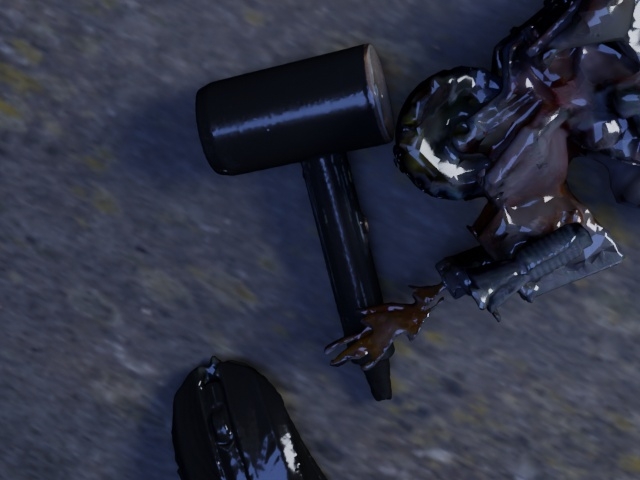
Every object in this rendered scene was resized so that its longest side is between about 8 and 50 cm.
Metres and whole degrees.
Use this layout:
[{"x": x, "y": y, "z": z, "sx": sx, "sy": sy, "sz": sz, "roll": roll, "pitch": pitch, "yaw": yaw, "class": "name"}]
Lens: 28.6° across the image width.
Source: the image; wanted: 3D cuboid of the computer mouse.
[{"x": -0.054, "y": 0.169, "z": 0.916, "sx": 0.099, "sy": 0.057, "sz": 0.172, "roll": -20, "pitch": 94, "yaw": 14, "class": "computer mouse"}]

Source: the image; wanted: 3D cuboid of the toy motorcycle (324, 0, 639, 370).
[{"x": 0.156, "y": -0.046, "z": 0.795, "sx": 0.401, "sy": 0.134, "sz": 0.207, "roll": -38, "pitch": 98, "yaw": 2, "class": "toy motorcycle"}]

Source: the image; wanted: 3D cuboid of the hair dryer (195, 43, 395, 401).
[{"x": 0.000, "y": 0.000, "z": 0.876, "sx": 0.128, "sy": 0.070, "sz": 0.256, "roll": -9, "pitch": 104, "yaw": 11, "class": "hair dryer"}]
